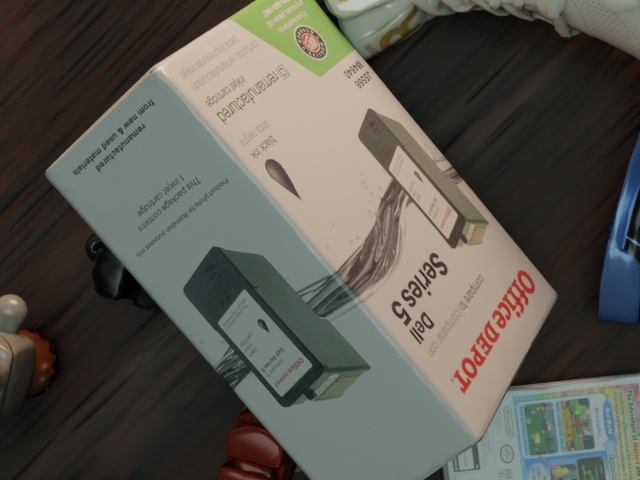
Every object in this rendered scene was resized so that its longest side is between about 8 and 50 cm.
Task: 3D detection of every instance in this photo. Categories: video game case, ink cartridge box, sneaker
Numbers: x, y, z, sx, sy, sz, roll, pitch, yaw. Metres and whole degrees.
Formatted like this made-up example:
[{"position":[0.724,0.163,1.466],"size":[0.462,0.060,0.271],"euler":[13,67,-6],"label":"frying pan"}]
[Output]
[{"position":[0.156,0.174,1.027],"size":[0.143,0.019,0.157],"euler":[-7,88,4],"label":"video game case"},{"position":[0.000,0.000,0.924],"size":[0.115,0.198,0.273],"euler":[-38,95,32],"label":"ink cartridge box"},{"position":[0.101,-0.161,0.981],"size":[0.169,0.108,0.292],"euler":[-48,66,5],"label":"sneaker"},{"position":[0.247,-0.049,0.990],"size":[0.090,0.081,0.232],"euler":[18,90,12],"label":"sneaker"}]

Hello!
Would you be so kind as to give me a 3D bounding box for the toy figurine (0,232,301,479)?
[{"position":[-0.121,0.107,0.995],"size":[0.209,0.148,0.213],"euler":[-34,89,10],"label":"toy figurine"}]
